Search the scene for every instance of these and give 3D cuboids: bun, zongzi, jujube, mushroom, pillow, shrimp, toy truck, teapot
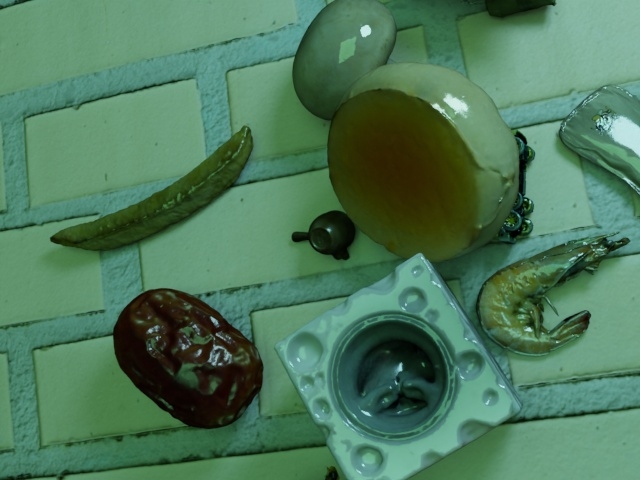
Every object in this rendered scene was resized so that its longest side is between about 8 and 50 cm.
[{"bbox_3d":[0.161,-0.121,1.193,0.299,0.299,0.165,36,48,18],"label":"bun"},{"bbox_3d":[0.308,-0.419,1.326,0.154,0.062,0.131,-7,58,30],"label":"zongzi"},{"bbox_3d":[-0.209,0.184,1.293,0.250,0.174,0.174,39,92,15],"label":"jujube"},{"bbox_3d":[0.061,-0.276,1.303,0.204,0.204,0.204,-3,80,15],"label":"mushroom"},{"bbox_3d":[0.478,-0.137,1.227,0.131,0.038,0.232,-46,71,-1],"label":"pillow"},{"bbox_3d":[0.354,0.077,1.225,0.251,0.052,0.144,-31,85,16],"label":"shrimp"},{"bbox_3d":[0.268,-0.079,1.258,0.100,0.077,0.169,0,84,29],"label":"toy truck"},{"bbox_3d":[0.000,0.000,1.323,0.110,0.080,0.085,-9,99,27],"label":"teapot"}]

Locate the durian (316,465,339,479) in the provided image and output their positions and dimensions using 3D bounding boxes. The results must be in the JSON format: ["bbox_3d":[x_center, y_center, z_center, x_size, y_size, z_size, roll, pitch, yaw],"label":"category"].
[{"bbox_3d":[0.015,0.447,1.204,0.193,0.138,0.237,9,86,19],"label":"durian"}]

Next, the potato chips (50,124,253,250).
[{"bbox_3d":[-0.279,-0.061,1.410,0.407,0.057,0.080,-28,62,10],"label":"potato chips"}]

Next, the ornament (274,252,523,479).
[{"bbox_3d":[0.119,0.192,1.165,0.239,0.240,0.239,-33,75,8],"label":"ornament"}]
